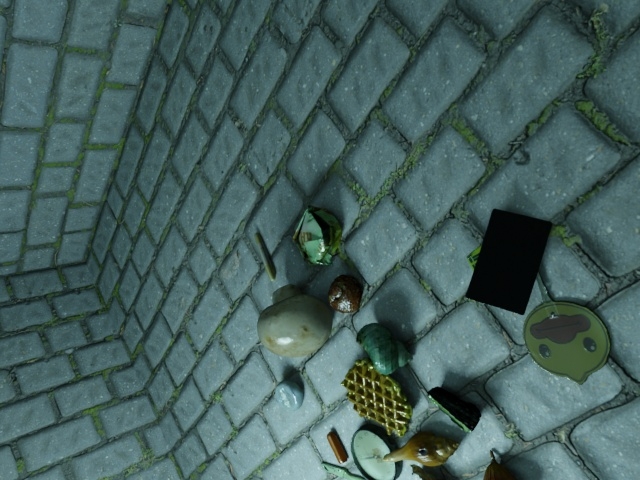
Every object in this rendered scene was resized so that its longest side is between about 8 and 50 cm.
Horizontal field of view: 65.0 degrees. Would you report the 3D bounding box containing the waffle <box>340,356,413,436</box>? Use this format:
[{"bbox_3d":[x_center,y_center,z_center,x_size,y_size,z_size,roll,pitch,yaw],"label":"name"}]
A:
[{"bbox_3d":[0.201,0.571,1.826,0.301,0.058,0.281,37,132,30],"label":"waffle"}]

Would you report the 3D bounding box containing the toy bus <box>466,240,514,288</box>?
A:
[{"bbox_3d":[0.497,0.091,1.431,0.101,0.088,0.175,-39,71,41],"label":"toy bus"}]

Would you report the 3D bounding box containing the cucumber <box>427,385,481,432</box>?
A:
[{"bbox_3d":[0.432,0.536,1.594,0.193,0.115,0.085,25,72,44],"label":"cucumber"}]

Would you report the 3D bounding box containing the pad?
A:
[{"bbox_3d":[0.511,0.055,1.367,0.160,0.009,0.265,17,87,23],"label":"pad"}]

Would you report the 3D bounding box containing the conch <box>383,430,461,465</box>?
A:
[{"bbox_3d":[0.331,0.712,1.702,0.330,0.093,0.109,-27,69,33],"label":"conch"}]

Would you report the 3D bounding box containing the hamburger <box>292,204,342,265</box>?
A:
[{"bbox_3d":[0.001,0.002,1.889,0.235,0.125,0.214,42,131,36],"label":"hamburger"}]

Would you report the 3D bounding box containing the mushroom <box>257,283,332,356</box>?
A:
[{"bbox_3d":[-0.106,0.298,1.968,0.297,0.298,0.290,-54,37,37],"label":"mushroom"}]

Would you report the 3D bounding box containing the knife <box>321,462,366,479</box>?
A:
[{"bbox_3d":[0.106,0.955,2.048,0.293,0.020,0.043,-5,97,46],"label":"knife"}]

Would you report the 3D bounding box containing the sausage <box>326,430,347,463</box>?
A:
[{"bbox_3d":[0.066,0.843,2.049,0.131,0.041,0.039,61,155,18],"label":"sausage"}]

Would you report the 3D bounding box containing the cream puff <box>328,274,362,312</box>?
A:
[{"bbox_3d":[0.084,0.202,1.872,0.149,0.084,0.149,9,104,42],"label":"cream puff"}]

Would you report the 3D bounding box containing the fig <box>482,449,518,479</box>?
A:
[{"bbox_3d":[0.538,0.722,1.504,0.119,0.119,0.153,-16,80,46],"label":"fig"}]

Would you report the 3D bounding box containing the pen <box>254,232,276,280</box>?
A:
[{"bbox_3d":[-0.241,0.070,2.207,0.032,0.040,0.233,-36,69,42],"label":"pen"}]

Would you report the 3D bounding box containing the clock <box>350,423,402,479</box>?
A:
[{"bbox_3d":[0.206,0.810,1.898,0.226,0.049,0.226,10,104,43],"label":"clock"}]

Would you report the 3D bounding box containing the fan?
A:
[{"bbox_3d":[0.647,0.229,1.364,0.230,0.011,0.335,-25,82,45],"label":"fan"}]

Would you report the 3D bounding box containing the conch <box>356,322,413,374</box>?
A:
[{"bbox_3d":[0.218,0.370,1.736,0.122,0.176,0.188,-43,90,18],"label":"conch"}]

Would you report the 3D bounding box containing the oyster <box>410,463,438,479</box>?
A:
[{"bbox_3d":[0.389,0.834,1.695,0.072,0.133,0.209,-40,45,-4],"label":"oyster"}]

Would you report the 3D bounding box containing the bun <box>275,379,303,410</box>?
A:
[{"bbox_3d":[-0.129,0.666,2.182,0.141,0.083,0.140,13,113,34],"label":"bun"}]
